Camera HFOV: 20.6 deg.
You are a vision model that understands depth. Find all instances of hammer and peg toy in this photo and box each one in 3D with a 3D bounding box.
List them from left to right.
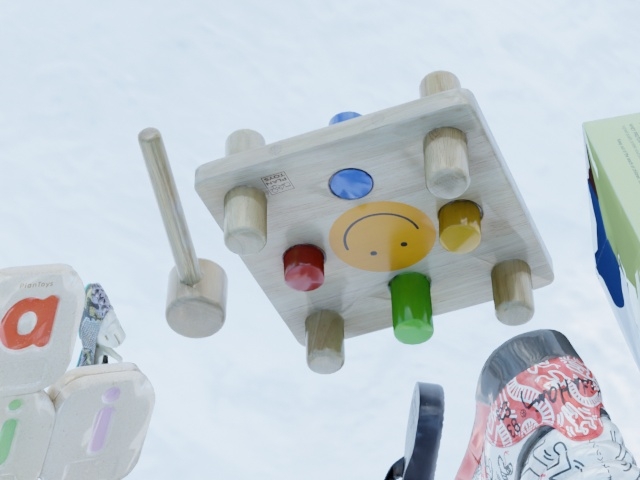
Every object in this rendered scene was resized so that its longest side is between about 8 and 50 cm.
[{"bbox_3d":[0.000,0.000,1.558,0.361,0.266,0.127,-15,47,15],"label":"hammer and peg toy"}]

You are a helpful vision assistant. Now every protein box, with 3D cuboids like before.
[{"bbox_3d":[0.311,-0.003,1.267,0.201,0.200,0.136,-10,119,0],"label":"protein box"}]

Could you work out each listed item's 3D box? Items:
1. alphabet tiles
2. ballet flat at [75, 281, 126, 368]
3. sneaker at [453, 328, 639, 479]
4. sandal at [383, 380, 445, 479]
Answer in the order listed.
[{"bbox_3d":[-0.216,0.132,0.842,0.021,0.284,0.278,46,129,42],"label":"alphabet tiles"},{"bbox_3d":[-0.179,0.084,1.442,0.041,0.041,0.114,25,127,18],"label":"ballet flat"},{"bbox_3d":[0.154,0.200,1.192,0.090,0.270,0.145,-12,45,-14],"label":"sneaker"},{"bbox_3d":[0.074,0.254,1.701,0.054,0.097,0.254,6,105,-4],"label":"sandal"}]
